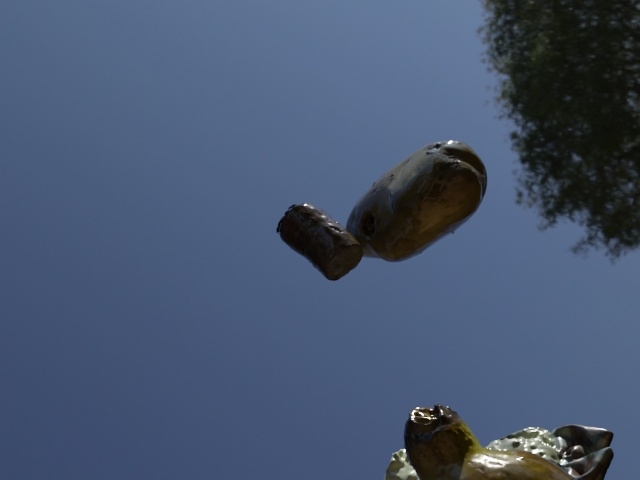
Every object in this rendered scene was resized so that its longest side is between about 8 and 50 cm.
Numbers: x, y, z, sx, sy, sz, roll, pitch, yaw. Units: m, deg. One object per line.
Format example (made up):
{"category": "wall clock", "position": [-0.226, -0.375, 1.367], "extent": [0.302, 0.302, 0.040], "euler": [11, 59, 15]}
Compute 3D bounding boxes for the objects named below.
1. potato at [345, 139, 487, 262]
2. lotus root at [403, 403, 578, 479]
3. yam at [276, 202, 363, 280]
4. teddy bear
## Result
{"category": "potato", "position": [0.153, -0.056, 1.358], "extent": [0.141, 0.296, 0.192], "euler": [42, -131, -19]}
{"category": "lotus root", "position": [0.152, 0.258, 0.591], "extent": [0.169, 0.141, 0.314], "euler": [-34, -97, -9]}
{"category": "yam", "position": [0.001, 0.002, 1.248], "extent": [0.084, 0.127, 0.084], "euler": [-27, -40, -26]}
{"category": "teddy bear", "position": [0.279, 0.471, 1.331], "extent": [0.327, 0.362, 0.375], "euler": [-31, -60, -63]}
